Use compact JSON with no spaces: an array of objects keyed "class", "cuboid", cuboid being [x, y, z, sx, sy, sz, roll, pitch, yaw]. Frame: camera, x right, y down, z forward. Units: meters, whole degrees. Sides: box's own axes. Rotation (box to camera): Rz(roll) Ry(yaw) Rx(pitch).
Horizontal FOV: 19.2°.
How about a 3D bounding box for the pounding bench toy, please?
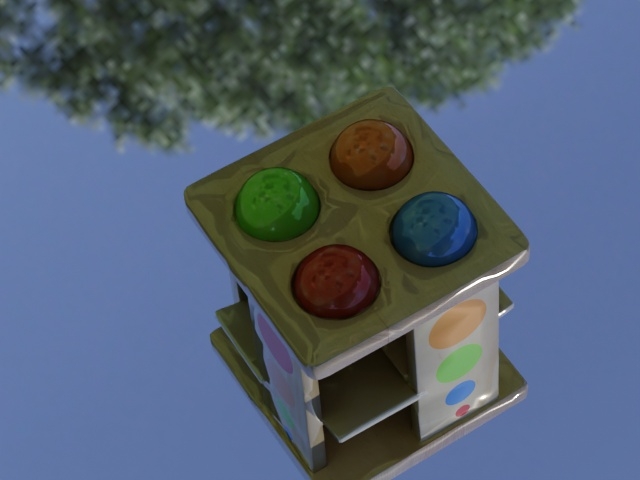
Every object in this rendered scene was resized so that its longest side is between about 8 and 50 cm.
[{"class":"pounding bench toy","cuboid":[0.000,0.000,0.403,0.052,0.065,0.083,-28,-124,-15]}]
